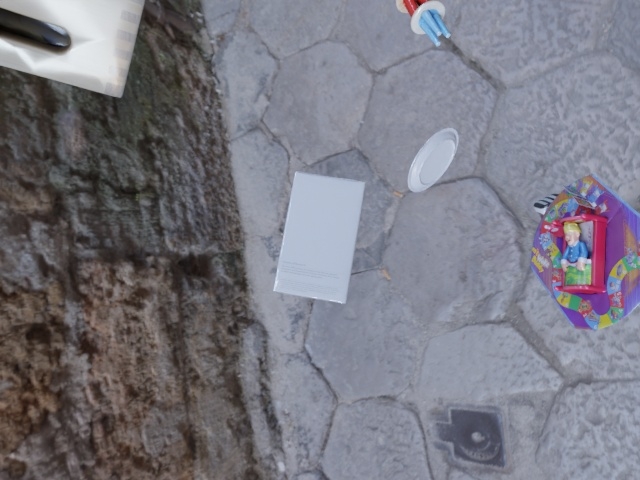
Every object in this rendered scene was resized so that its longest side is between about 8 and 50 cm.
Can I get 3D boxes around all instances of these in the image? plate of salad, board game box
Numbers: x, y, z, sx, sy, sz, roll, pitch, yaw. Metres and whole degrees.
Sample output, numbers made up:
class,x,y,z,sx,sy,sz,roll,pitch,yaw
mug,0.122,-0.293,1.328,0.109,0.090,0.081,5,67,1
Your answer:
class,x,y,z,sx,sy,sz,roll,pitch,yaw
plate of salad,0.303,-0.222,1.289,0.048,0.200,0.199,42,111,32
board game box,0.269,0.010,0.501,0.168,0.033,0.133,-99,23,-52

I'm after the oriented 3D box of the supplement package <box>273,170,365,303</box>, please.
class,x,y,z,sx,sy,sz,roll,pitch,yaw
supplement package,0.000,0.000,1.178,0.175,0.177,0.292,9,83,2

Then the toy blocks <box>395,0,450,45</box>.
class,x,y,z,sx,sy,sz,roll,pitch,yaw
toy blocks,0.143,-0.355,0.645,0.054,0.123,0.148,-17,64,-13

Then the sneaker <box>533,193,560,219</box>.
class,x,y,z,sx,sy,sz,roll,pitch,yaw
sneaker,0.681,-0.019,1.245,0.107,0.281,0.162,-25,108,7

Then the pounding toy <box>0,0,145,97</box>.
class,x,y,z,sx,sy,sz,roll,pitch,yaw
pounding toy,-0.197,-0.159,0.302,0.100,0.141,0.130,-60,36,33
